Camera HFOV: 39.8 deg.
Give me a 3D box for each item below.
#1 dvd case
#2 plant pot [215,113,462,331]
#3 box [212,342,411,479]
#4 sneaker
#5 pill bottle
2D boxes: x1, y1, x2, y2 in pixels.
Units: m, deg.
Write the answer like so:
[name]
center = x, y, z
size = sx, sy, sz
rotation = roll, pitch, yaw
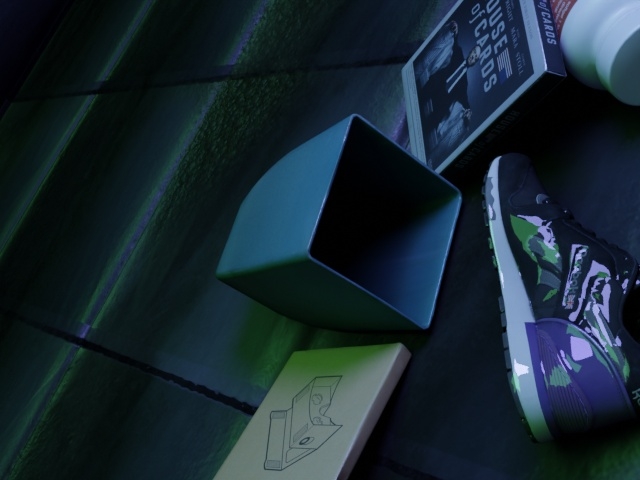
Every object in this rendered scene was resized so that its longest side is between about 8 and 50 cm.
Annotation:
[dvd case]
center = 0.162, -0.177, 0.936
size = 0.239, 0.029, 0.179
rotation = 132, 141, -53
[plant pot]
center = 0.000, 0.000, 0.967
size = 0.234, 0.165, 0.166
rotation = -15, 50, 51
[box]
center = -0.012, 0.186, 0.885
size = 0.164, 0.021, 0.201
rotation = -12, 34, 43
[sneaker]
center = 0.221, 0.034, 0.766
size = 0.124, 0.107, 0.283
rotation = -17, 51, 20
[pill bottle]
center = 0.277, -0.226, 0.878
size = 0.121, 0.121, 0.216
rotation = -40, 38, 17
